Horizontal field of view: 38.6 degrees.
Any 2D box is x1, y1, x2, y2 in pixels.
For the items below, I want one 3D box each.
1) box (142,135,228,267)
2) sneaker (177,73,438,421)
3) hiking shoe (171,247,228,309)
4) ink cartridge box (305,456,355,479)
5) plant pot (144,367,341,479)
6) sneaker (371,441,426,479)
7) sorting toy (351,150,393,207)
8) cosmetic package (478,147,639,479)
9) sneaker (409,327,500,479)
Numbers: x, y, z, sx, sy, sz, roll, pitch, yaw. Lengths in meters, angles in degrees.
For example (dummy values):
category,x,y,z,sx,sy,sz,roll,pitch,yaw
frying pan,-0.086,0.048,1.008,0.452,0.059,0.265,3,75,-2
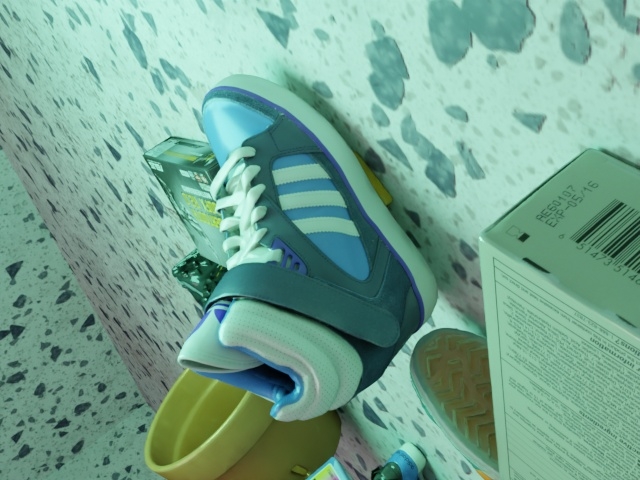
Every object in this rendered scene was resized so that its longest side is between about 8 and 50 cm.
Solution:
category,x,y,z,sx,sy,sz,roll,pitch,yaw
box,-0.140,-0.045,1.247,0.231,0.056,0.183,20,141,57
sneaker,-0.060,0.009,0.832,0.323,0.236,0.130,50,142,6
hiking shoe,-0.115,0.087,1.365,0.132,0.113,0.304,51,171,-26
ink cartridge box,-0.038,0.541,1.269,0.270,0.395,0.151,52,178,-22
plant pot,-0.107,0.293,1.443,0.203,0.291,0.291,43,164,-20
sneaker,0.109,0.353,1.305,0.058,0.085,0.152,42,157,30
sorting toy,0.000,0.000,1.023,0.196,0.047,0.347,48,159,16
cosmetic package,0.211,0.107,0.637,0.160,0.113,0.309,37,155,37
sneaker,0.193,0.214,0.858,0.302,0.108,0.121,44,154,20
